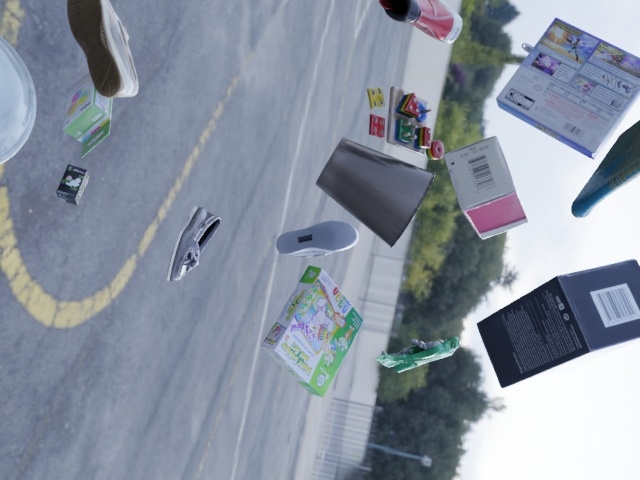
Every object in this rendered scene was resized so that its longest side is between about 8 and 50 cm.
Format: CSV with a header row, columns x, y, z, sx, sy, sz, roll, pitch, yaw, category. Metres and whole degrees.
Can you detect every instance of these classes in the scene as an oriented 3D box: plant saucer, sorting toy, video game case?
x,y,z,sx,sy,sz,roll,pitch,yaw,category
-0.761,-0.323,1.436,0.100,0.400,0.400,-32,-145,49,plant saucer
0.208,-0.278,1.662,0.274,0.046,0.132,12,80,-45,sorting toy
0.596,-0.358,1.699,0.244,0.269,0.061,-54,156,1,video game case

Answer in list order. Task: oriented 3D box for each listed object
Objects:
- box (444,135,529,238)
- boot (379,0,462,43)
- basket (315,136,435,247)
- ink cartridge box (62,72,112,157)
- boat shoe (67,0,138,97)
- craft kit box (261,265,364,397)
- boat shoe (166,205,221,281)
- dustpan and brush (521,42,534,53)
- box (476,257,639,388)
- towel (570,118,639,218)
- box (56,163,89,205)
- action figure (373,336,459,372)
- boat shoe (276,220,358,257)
x,y,z,sx,sy,sz,roll,pitch,yaw,category
0.388,-0.117,1.677,0.232,0.127,0.148,34,39,-63,box
0.182,-0.523,1.578,0.088,0.176,0.244,-62,-145,25,boot
0.117,-0.127,1.664,0.204,0.227,0.154,-59,-179,-13,basket
-0.560,-0.310,1.743,0.062,0.109,0.209,37,30,-40,ink cartridge box
-0.516,-0.487,1.736,0.098,0.109,0.302,-20,91,-65,boat shoe
-0.012,0.235,1.854,0.246,0.061,0.250,-58,133,-21,craft kit box
-0.376,0.008,2.175,0.335,0.096,0.112,-80,-173,-54,boat shoe
0.645,-0.498,2.025,0.211,0.060,0.147,53,-54,42,dustpan and brush
0.683,0.237,2.009,0.395,0.294,0.212,-50,-125,56,box
0.624,-0.197,1.327,0.271,0.040,0.370,-48,177,-26,towel
-0.629,-0.141,1.841,0.062,0.052,0.083,127,-19,-71,box
0.272,0.296,1.927,0.137,0.232,0.063,20,58,-44,action figure
0.000,0.000,2.107,0.084,0.258,0.095,26,64,-60,boat shoe
